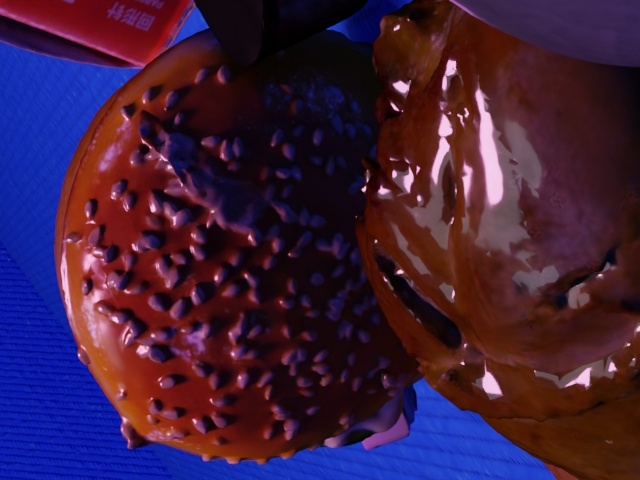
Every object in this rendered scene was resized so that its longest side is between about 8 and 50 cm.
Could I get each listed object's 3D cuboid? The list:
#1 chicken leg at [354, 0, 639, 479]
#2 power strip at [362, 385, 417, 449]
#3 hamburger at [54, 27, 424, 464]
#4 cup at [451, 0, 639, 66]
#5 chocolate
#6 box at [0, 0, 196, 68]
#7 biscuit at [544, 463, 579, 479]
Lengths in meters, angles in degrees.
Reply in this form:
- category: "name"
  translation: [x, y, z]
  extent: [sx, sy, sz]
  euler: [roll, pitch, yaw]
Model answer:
- category: "chicken leg"
  translation: [0.102, 0.041, 0.652]
  extent: [0.211, 0.140, 0.361]
  euler: [31, 147, 45]
- category: "power strip"
  translation: [0.000, 0.000, 1.044]
  extent: [0.109, 0.037, 0.279]
  euler: [-93, -17, -57]
- category: "hamburger"
  translation: [-0.028, -0.001, 0.862]
  extent: [0.147, 0.237, 0.237]
  euler: [16, 138, 48]
- category: "cup"
  translation: [0.077, -0.114, 0.397]
  extent: [0.150, 0.199, 0.199]
  euler: [44, 172, -20]
- category: "chocolate"
  translation: [-0.024, -0.168, 0.782]
  extent: [0.149, 0.080, 0.125]
  euler: [59, 156, 28]
- category: "box"
  translation: [-0.173, -0.193, 1.079]
  extent: [0.133, 0.099, 0.182]
  euler: [14, -155, -45]
- category: "biscuit"
  translation: [0.155, 0.108, 0.869]
  extent: [0.237, 0.013, 0.232]
  euler: [50, 163, 34]
